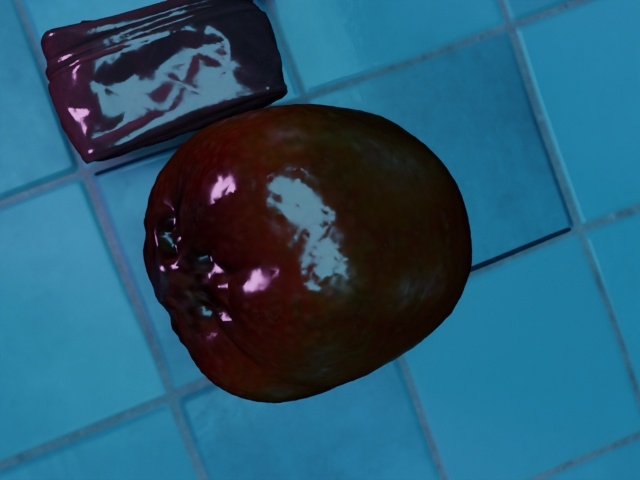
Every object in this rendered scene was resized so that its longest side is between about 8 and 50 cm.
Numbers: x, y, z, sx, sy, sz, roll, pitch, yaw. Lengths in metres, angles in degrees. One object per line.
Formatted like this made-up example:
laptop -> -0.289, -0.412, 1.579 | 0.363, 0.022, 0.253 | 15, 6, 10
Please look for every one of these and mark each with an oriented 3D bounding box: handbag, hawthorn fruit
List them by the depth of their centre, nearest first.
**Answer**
hawthorn fruit -> -0.006, 0.006, 0.737 | 0.311, 0.295, 0.295 | -4, 91, -9
handbag -> -0.151, -0.167, 0.779 | 0.225, 0.146, 0.135 | -21, 97, -6
